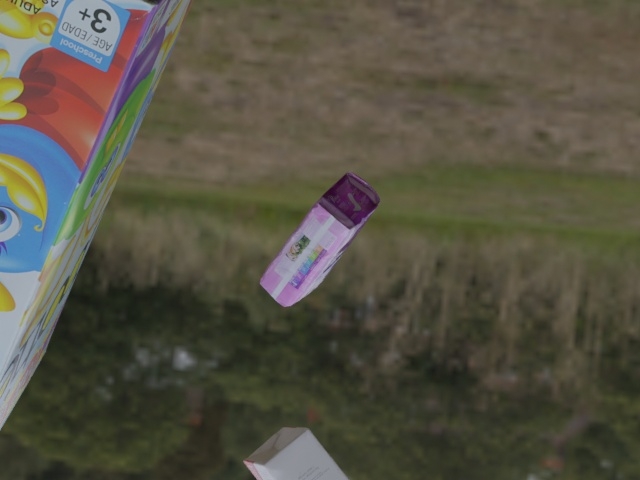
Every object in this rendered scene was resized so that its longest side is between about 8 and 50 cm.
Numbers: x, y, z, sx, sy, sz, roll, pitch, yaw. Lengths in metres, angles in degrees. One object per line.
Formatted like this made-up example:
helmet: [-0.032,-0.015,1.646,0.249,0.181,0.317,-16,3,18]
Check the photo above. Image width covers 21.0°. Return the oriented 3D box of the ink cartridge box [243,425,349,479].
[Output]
ink cartridge box: [0.011,0.297,1.868,0.067,0.198,0.115,-39,-175,-14]

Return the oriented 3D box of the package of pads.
package of pads: [0.000,0.000,1.078,0.032,0.083,0.050,40,-142,4]

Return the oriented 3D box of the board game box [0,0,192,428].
board game box: [-0.157,-0.043,0.719,0.142,0.275,0.144,26,-147,-3]
